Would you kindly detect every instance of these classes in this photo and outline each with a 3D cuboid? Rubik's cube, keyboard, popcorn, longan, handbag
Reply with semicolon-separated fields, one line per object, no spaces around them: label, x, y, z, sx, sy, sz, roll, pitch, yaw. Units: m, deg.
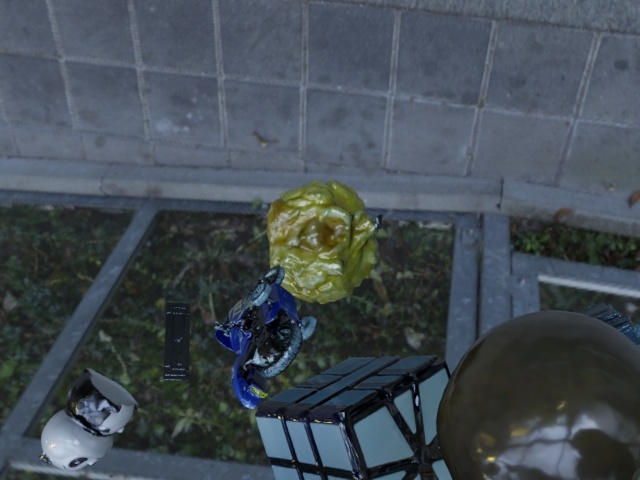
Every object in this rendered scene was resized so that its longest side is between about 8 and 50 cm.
Rubik's cube;0.089;0.394;1.331;0.283;0.288;0.294;-16;91;52
keyboard;-0.346;0.243;1.714;0.061;0.205;0.013;5;146;-16
popcorn;0.008;0.003;1.414;0.225;0.249;0.249;5;132;24
longan;0.297;0.229;0.904;0.297;0.297;0.297;8;132;9
handbag;0.497;0.183;1.330;0.179;0.229;0.062;-30;90;12

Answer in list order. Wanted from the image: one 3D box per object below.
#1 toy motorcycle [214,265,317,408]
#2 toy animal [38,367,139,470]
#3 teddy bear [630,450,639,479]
toy motorcycle;-0.103;0.153;1.170;0.113;0.315;0.169;39;102;-21
toy animal;-0.584;0.461;1.768;0.165;0.235;0.187;31;175;15
teddy bear;0.381;0.378;0.533;0.357;0.368;0.224;44;147;-12
